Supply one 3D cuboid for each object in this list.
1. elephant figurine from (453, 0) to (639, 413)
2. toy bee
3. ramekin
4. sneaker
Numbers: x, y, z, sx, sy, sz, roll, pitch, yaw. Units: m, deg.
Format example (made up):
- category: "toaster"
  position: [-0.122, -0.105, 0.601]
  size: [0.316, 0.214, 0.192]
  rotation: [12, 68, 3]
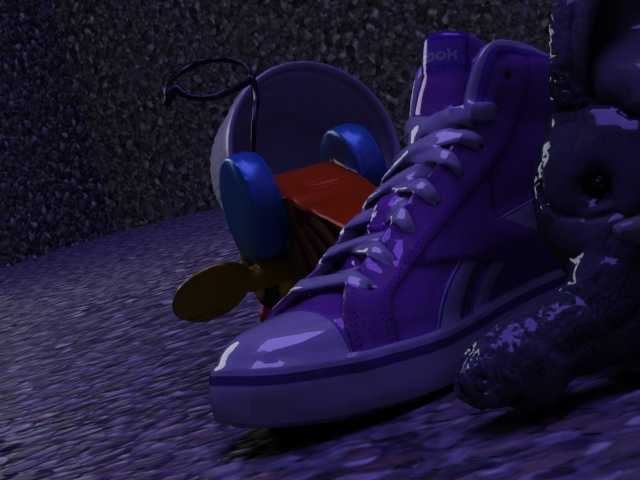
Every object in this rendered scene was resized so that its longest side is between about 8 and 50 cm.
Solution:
- category: "elephant figurine"
  position: [0.161, -0.045, 0.592]
  size: [0.239, 0.169, 0.186]
  rotation: [-10, 10, 6]
- category: "toy bee"
  position: [0.000, 0.000, 0.919]
  size: [0.195, 0.162, 0.298]
  rotation: [-7, 29, -2]
- category: "ramekin"
  position: [-0.024, -0.085, 1.534]
  size: [0.207, 0.207, 0.109]
  rotation: [-17, -4, -26]
- category: "sneaker"
  position: [0.043, -0.015, 0.689]
  size: [0.282, 0.161, 0.102]
  rotation: [-22, 9, -40]
